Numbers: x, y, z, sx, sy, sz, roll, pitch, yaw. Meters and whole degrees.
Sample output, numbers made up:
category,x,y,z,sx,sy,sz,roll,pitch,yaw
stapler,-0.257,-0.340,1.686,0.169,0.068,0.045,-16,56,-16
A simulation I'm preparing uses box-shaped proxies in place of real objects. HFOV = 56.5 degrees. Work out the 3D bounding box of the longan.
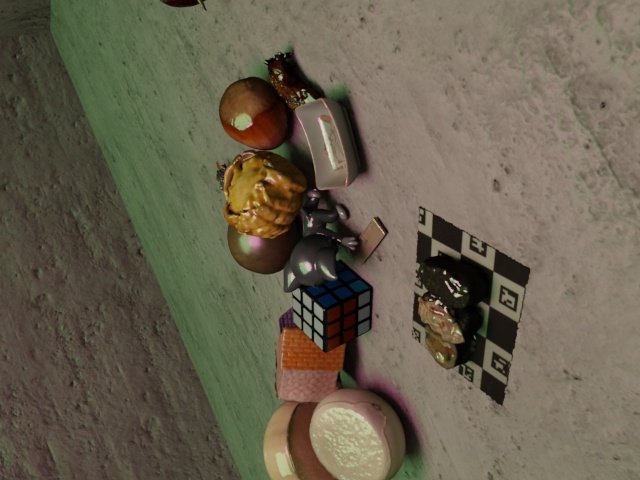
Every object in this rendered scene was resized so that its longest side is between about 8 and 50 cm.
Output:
category,x,y,z,sx,sy,sz,roll,pitch,yaw
longan,-0.170,-0.020,1.783,0.246,0.215,0.246,-11,73,43

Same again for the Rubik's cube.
category,x,y,z,sx,sy,sz,roll,pitch,yaw
Rubik's cube,0.030,0.175,1.614,0.162,0.160,0.163,37,139,44

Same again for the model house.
category,x,y,z,sx,sy,sz,roll,pitch,yaw
model house,-0.026,0.316,1.774,0.237,0.202,0.238,-96,13,-57

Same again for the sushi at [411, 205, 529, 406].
category,x,y,z,sx,sy,sz,roll,pitch,yaw
sushi,0.264,0.160,1.269,0.296,0.099,0.373,36,138,44

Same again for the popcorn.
category,x,y,z,sx,sy,sz,roll,pitch,yaw
popcorn,-0.148,-0.123,1.590,0.250,0.250,0.190,49,179,31

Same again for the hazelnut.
category,x,y,z,sx,sy,sz,roll,pitch,yaw
hazelnut,-0.179,-0.335,1.616,0.214,0.176,0.214,61,177,6

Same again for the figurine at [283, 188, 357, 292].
category,x,y,z,sx,sy,sz,roll,pitch,yaw
figurine,-0.003,-0.004,1.526,0.193,0.140,0.266,-4,90,38

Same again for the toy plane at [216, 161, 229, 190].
category,x,y,z,sx,sy,sz,roll,pitch,yaw
toy plane,-0.303,-0.187,2.036,0.189,0.061,0.130,49,145,31

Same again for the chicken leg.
category,x,y,z,sx,sy,sz,roll,pitch,yaw
chicken leg,-0.071,-0.394,1.505,0.234,0.063,0.105,55,153,18

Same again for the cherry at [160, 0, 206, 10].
category,x,y,z,sx,sy,sz,roll,pitch,yaw
cherry,-0.358,-0.757,1.589,0.255,0.218,0.297,-21,80,61

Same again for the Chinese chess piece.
category,x,y,z,sx,sy,sz,roll,pitch,yaw
Chinese chess piece,-0.012,0.633,1.821,0.140,0.338,0.338,-33,80,42

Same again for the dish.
category,x,y,z,sx,sy,sz,roll,pitch,yaw
dish,0.029,-0.234,1.427,0.151,0.077,0.213,2,111,61

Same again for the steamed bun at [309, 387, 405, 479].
category,x,y,z,sx,sy,sz,roll,pitch,yaw
steamed bun,0.116,0.544,1.682,0.282,0.177,0.283,9,107,33

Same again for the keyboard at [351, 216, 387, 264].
category,x,y,z,sx,sy,sz,roll,pitch,yaw
keyboard,0.120,0.001,1.495,0.055,0.017,0.166,54,149,15
